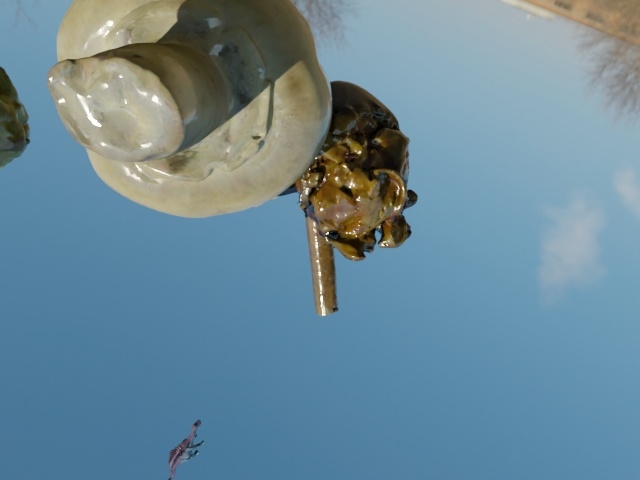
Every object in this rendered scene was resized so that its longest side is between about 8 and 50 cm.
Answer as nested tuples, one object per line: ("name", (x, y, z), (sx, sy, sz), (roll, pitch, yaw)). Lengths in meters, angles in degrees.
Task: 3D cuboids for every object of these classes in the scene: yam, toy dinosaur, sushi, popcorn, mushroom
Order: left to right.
("popcorn", (-0.543, -0.184, 1.054), (0.167, 0.188, 0.185), (0, -171, 24))
("mushroom", (-0.149, -0.147, 0.731), (0.314, 0.314, 0.336), (21, -158, 1))
("toy dinosaur", (-0.323, 0.498, 1.651), (0.045, 0.197, 0.080), (38, -163, 24))
("yam", (0.000, 0.000, 1.207), (0.046, 0.264, 0.046), (-5, -167, 1))
("sushi", (0.033, -0.096, 0.962), (0.200, 0.213, 0.204), (-30, -139, -25))
